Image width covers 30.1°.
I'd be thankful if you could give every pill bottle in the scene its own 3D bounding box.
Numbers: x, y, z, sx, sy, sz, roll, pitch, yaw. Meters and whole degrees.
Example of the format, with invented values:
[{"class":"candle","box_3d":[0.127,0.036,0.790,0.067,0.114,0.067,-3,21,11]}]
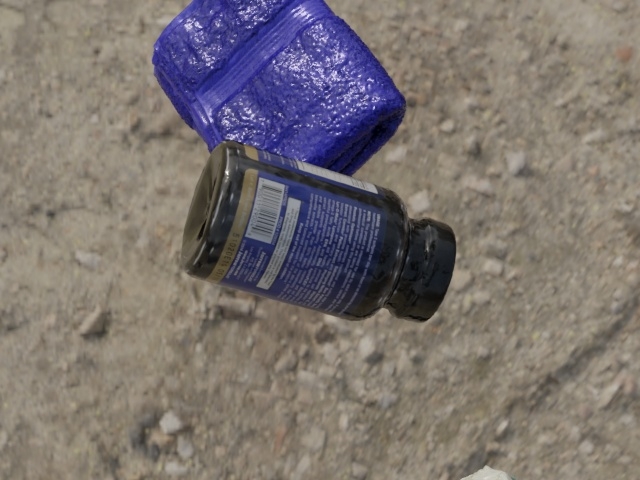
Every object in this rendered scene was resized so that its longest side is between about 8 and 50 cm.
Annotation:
[{"class":"pill bottle","box_3d":[0.000,0.000,1.030,0.219,0.123,0.123,17,57,-16]}]

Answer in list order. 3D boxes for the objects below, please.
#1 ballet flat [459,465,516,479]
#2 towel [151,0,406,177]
[{"class":"ballet flat","box_3d":[0.092,0.428,1.335,0.147,0.409,0.147,27,26,-14]},{"class":"towel","box_3d":[-0.061,-0.178,1.348,0.227,0.076,0.308,-45,59,17]}]
